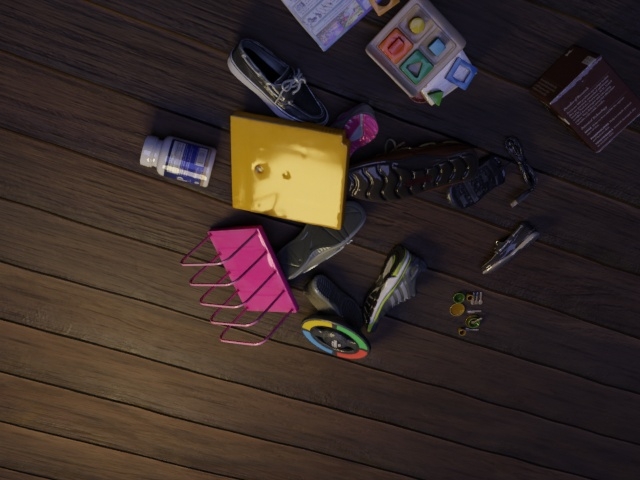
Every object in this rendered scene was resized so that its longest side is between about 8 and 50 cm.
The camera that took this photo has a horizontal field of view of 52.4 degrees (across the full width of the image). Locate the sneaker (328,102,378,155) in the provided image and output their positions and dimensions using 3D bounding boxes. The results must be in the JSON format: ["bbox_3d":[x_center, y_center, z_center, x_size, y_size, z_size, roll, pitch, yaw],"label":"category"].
[{"bbox_3d":[0.064,-0.278,1.759,0.252,0.111,0.103,-31,116,35],"label":"sneaker"}]

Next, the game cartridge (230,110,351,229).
[{"bbox_3d":[-0.084,-0.187,1.743,0.323,0.053,0.285,12,124,12],"label":"game cartridge"}]

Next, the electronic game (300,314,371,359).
[{"bbox_3d":[0.046,0.300,1.999,0.229,0.048,0.229,18,147,12],"label":"electronic game"}]

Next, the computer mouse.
[{"bbox_3d":[0.490,-0.158,1.864,0.262,0.060,0.184,-38,108,1],"label":"computer mouse"}]

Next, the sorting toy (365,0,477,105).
[{"bbox_3d":[0.238,-0.484,1.615,0.347,0.047,0.196,41,103,-15],"label":"sorting toy"}]

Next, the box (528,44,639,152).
[{"bbox_3d":[0.698,-0.374,1.710,0.203,0.168,0.167,38,108,-18],"label":"box"}]

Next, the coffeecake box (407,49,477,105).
[{"bbox_3d":[0.291,-0.470,1.685,0.142,0.068,0.185,-35,108,9],"label":"coffeecake box"}]

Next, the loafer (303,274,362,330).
[{"bbox_3d":[0.038,0.200,2.000,0.087,0.094,0.251,-16,123,43],"label":"loafer"}]

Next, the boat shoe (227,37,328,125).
[{"bbox_3d":[-0.092,-0.403,1.670,0.306,0.113,0.105,41,151,-13],"label":"boat shoe"}]

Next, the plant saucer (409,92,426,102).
[{"bbox_3d":[0.274,-0.413,1.753,0.083,0.013,0.083,-1,115,-2],"label":"plant saucer"}]

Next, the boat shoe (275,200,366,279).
[{"bbox_3d":[0.001,0.003,1.893,0.320,0.103,0.118,-41,75,11],"label":"boat shoe"}]

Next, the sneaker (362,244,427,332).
[{"bbox_3d":[0.223,0.164,1.974,0.121,0.111,0.300,20,115,-17],"label":"sneaker"}]

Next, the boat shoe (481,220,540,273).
[{"bbox_3d":[0.562,0.023,1.963,0.206,0.075,0.065,-42,68,21],"label":"boat shoe"}]

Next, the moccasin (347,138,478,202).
[{"bbox_3d":[0.235,-0.202,1.783,0.380,0.147,0.139,-17,120,-4],"label":"moccasin"}]

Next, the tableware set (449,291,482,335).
[{"bbox_3d":[0.462,0.232,2.063,0.104,0.024,0.154,-2,116,-2],"label":"tableware set"}]

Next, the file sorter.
[{"bbox_3d":[-0.235,0.130,1.843,0.202,0.182,0.291,-2,122,37],"label":"file sorter"}]

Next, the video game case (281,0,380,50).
[{"bbox_3d":[0.030,-0.652,1.599,0.269,0.061,0.244,-39,111,14],"label":"video game case"}]

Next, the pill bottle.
[{"bbox_3d":[-0.382,-0.220,1.751,0.186,0.112,0.112,15,113,-10],"label":"pill bottle"}]
